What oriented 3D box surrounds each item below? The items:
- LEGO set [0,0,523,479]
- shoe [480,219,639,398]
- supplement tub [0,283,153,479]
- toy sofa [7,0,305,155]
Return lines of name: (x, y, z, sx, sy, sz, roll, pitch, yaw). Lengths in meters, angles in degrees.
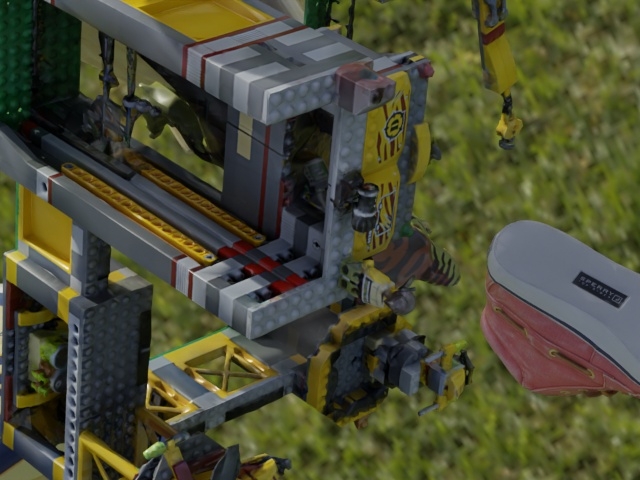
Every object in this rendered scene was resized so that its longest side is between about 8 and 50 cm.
LEGO set: (0.000, 0.000, 0.763, 0.255, 0.331, 0.192, -13, 34, -44)
shoe: (0.168, 0.063, 1.090, 0.178, 0.081, 0.063, 33, 55, 22)
supplement tub: (-0.227, 0.177, 0.998, 0.228, 0.228, 0.316, 1, 21, 31)
toy sofa: (-0.097, -0.176, 1.064, 0.177, 0.362, 0.150, -35, 76, 10)
